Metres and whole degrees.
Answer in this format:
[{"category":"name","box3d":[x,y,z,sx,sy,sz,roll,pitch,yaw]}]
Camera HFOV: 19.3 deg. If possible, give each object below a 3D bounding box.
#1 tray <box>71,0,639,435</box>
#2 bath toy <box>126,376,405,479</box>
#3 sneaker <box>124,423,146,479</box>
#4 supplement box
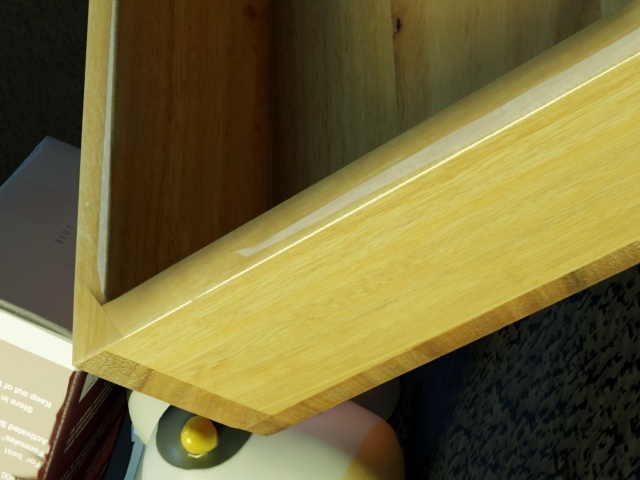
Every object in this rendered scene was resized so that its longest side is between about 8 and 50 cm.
[{"category":"tray","box3d":[0.028,-0.171,0.529,0.203,0.076,0.411,-29,49,38]},{"category":"bath toy","box3d":[0.000,0.000,0.660,0.151,0.129,0.348,39,108,49]},{"category":"sneaker","box3d":[-0.041,0.083,0.878,0.095,0.090,0.235,-45,29,48]},{"category":"supplement box","box3d":[-0.132,0.093,0.766,0.130,0.073,0.239,-60,-9,-61]}]
